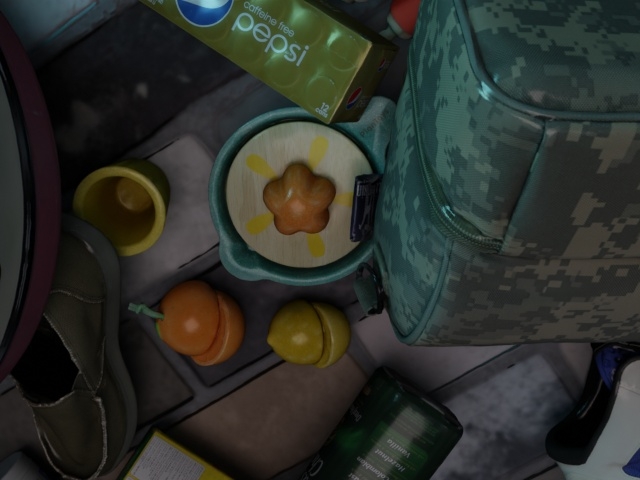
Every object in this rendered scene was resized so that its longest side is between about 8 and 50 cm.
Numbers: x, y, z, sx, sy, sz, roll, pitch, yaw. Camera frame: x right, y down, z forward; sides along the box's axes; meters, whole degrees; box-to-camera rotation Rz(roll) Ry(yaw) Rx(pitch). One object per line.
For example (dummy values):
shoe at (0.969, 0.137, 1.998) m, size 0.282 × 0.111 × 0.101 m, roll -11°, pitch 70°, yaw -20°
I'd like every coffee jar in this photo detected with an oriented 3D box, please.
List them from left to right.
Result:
coffee jar at (0.026, 0.192, 0.779) m, size 0.079 × 0.096 × 0.184 m, roll 35°, pitch 89°, yaw -5°

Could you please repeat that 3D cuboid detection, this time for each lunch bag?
lunch bag at (0.185, -0.039, 0.620) m, size 0.305 × 0.212 × 0.256 m, roll 1°, pitch 133°, yaw -8°

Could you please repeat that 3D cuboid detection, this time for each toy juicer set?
toy juicer set at (0.000, 0.000, 0.743) m, size 0.329 × 0.089 × 0.209 m, roll -17°, pitch 107°, yaw 9°

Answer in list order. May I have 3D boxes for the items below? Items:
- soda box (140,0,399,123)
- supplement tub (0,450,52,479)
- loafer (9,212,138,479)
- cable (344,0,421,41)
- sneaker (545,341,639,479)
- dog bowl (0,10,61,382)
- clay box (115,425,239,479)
soda box at (-0.041, -0.150, 0.678) m, size 0.181 × 0.058 × 0.061 m, roll 35°, pitch 109°, yaw 14°
supplement tub at (-0.243, 0.240, 0.855) m, size 0.071 × 0.071 × 0.107 m, roll -35°, pitch 103°, yaw 15°
loafer at (-0.202, 0.098, 0.764) m, size 0.094 × 0.087 × 0.251 m, roll 18°, pitch 128°, yaw 22°
cable at (0.109, -0.200, 0.614) m, size 0.139 × 0.072 × 0.287 m, roll 45°, pitch 145°, yaw -20°
sneaker at (0.296, 0.119, 0.734) m, size 0.315 × 0.127 × 0.182 m, roll -32°, pitch 104°, yaw 22°
dog bowl at (-0.342, -0.031, 0.656) m, size 0.408 × 0.150 × 0.408 m, roll 3°, pitch 97°, yaw 28°
clay box at (-0.081, 0.267, 0.835) m, size 0.222 × 0.053 × 0.127 m, roll 35°, pitch 78°, yaw -9°
